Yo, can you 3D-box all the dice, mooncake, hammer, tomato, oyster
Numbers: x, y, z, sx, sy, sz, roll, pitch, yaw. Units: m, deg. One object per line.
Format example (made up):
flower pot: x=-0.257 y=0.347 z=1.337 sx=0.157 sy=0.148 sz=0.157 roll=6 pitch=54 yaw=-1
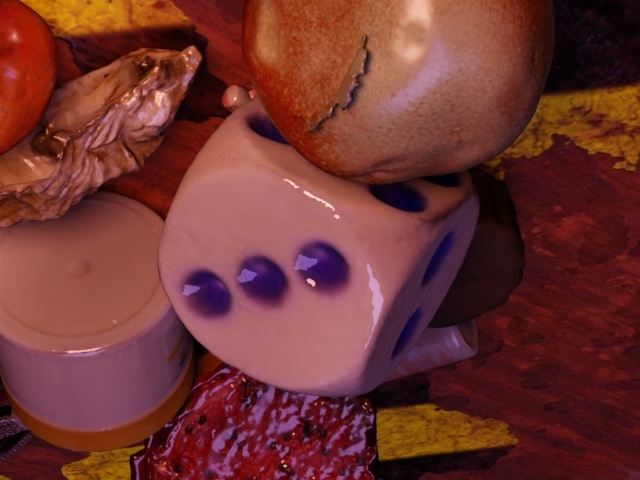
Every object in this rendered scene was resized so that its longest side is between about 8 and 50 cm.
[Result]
dice: x=0.000 y=0.000 z=1.505 sx=0.259 sy=0.243 sz=0.251 roll=30 pitch=125 yaw=15
mooncake: x=0.133 y=0.000 z=1.709 sx=0.228 sy=0.124 sz=0.228 roll=-1 pitch=142 yaw=-1
hammer: x=-0.066 y=-0.165 z=1.520 sx=0.083 sy=0.031 sz=0.052 roll=-40 pitch=138 yaw=23
tomato: x=0.077 y=-0.187 z=1.328 sx=0.303 sy=0.239 sz=0.303 roll=-8 pitch=143 yaw=-6
oyster: x=-0.264 y=-0.103 z=1.482 sx=0.341 sy=0.166 sz=0.110 roll=-31 pitch=133 yaw=4

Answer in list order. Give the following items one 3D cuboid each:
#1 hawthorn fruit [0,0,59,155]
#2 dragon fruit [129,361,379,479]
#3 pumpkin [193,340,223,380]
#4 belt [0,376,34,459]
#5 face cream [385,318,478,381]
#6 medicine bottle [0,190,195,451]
hawthorn fruit: x=-0.322 y=-0.216 z=1.337 sx=0.165 sy=0.165 sz=0.285 roll=6 pitch=119 yaw=-18
dragon fruit: x=-0.078 y=0.220 z=1.846 sx=0.329 sy=0.228 sz=0.286 roll=-1 pitch=105 yaw=9
pumpkin: x=-0.096 y=0.169 z=1.936 sx=0.278 sy=0.111 sz=0.163 roll=8 pitch=126 yaw=-31
belt: x=-0.370 y=0.206 z=1.923 sx=0.359 sy=0.094 sz=0.126 roll=-22 pitch=145 yaw=21
face cream: x=0.084 y=0.144 z=1.914 sx=0.251 sy=0.101 sz=0.101 roll=-19 pitch=143 yaw=23
medicine bottle: x=-0.272 y=0.096 z=1.663 sx=0.238 sy=0.238 sz=0.232 roll=-4 pitch=143 yaw=-5
